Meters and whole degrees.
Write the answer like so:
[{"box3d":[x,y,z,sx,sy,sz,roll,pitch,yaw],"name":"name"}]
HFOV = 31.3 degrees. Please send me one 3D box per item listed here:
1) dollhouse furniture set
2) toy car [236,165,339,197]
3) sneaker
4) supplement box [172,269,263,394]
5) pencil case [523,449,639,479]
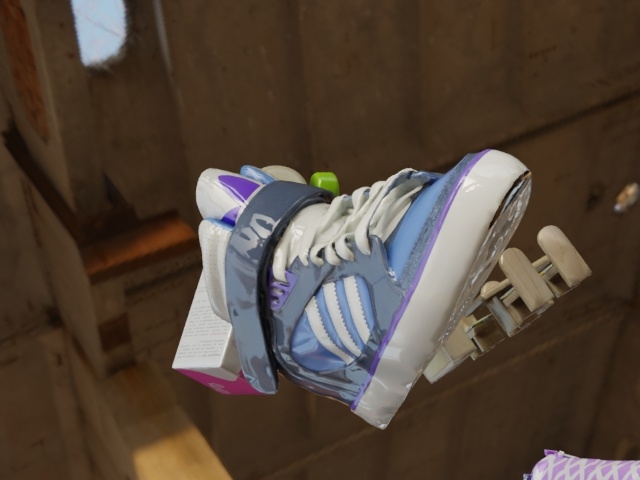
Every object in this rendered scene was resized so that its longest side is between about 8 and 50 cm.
[{"box3d":[0.222,0.070,1.659,0.242,0.161,0.212,-28,-14,-26],"name":"dollhouse furniture set"},{"box3d":[-0.063,0.006,1.528,0.155,0.149,0.188,-1,-34,-16],"name":"toy car"},{"box3d":[0.000,0.000,0.860,0.130,0.236,0.323,-49,-12,-33],"name":"sneaker"},{"box3d":[-0.112,0.104,1.661,0.111,0.114,0.220,36,-121,-38],"name":"supplement box"},{"box3d":[0.350,0.299,1.386,0.086,0.206,0.088,26,-112,-34],"name":"pencil case"}]
